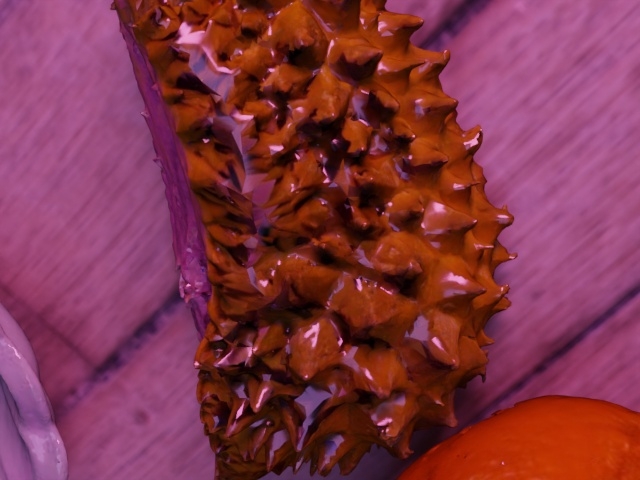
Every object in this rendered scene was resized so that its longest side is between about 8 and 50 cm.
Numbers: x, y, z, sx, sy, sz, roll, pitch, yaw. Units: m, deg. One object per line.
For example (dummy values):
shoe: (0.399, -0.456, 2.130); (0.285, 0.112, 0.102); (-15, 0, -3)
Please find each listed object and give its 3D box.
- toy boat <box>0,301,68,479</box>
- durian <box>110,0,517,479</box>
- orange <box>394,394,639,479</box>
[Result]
toy boat: (-0.262, 0.059, 0.566); (0.290, 0.100, 0.199); (42, 108, -9)
durian: (0.000, -0.001, 0.498); (0.191, 0.112, 0.341); (-2, 114, 10)
orange: (0.125, 0.202, 0.504); (0.240, 0.240, 0.240); (2, 110, 6)
